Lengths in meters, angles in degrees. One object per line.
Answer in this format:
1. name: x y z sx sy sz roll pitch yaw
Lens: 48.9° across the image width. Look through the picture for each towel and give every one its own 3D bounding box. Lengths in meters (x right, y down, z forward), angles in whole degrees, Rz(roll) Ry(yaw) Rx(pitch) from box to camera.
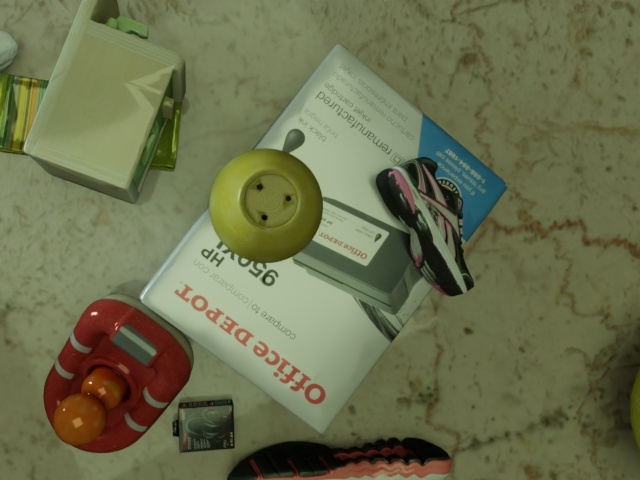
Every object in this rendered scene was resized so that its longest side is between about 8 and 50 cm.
1. towel: -0.309 -0.156 0.938 0.237 0.021 0.102 6 91 -10

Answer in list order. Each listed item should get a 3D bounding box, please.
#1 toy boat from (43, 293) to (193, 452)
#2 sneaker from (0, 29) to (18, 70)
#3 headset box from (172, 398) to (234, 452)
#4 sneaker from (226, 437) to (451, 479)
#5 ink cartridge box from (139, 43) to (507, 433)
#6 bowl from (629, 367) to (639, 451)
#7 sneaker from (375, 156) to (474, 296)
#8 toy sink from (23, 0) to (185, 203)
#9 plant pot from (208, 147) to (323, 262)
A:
1. toy boat: -0.266 0.186 0.852 0.151 0.151 0.231 37 125 -3
2. sneaker: -0.501 -0.246 0.872 0.232 0.090 0.115 -13 90 -10
3. headset box: -0.161 0.254 0.965 0.083 0.032 0.062 -1 91 -11
4. sneaker: 0.030 0.355 0.958 0.313 0.116 0.136 1 92 -10
5. ink cartridge box: 0.000 0.000 0.920 0.285 0.166 0.395 38 85 -8
6. bowl: 0.564 0.243 1.026 0.289 0.156 0.290 0 90 -10
7. sneaker: 0.143 -0.019 0.827 0.077 0.072 0.178 -31 102 -19
8. toy sink: -0.245 -0.179 0.867 0.131 0.153 0.234 20 82 -10
9. plant pot: -0.057 -0.041 0.778 0.134 0.095 0.134 0 89 -8
